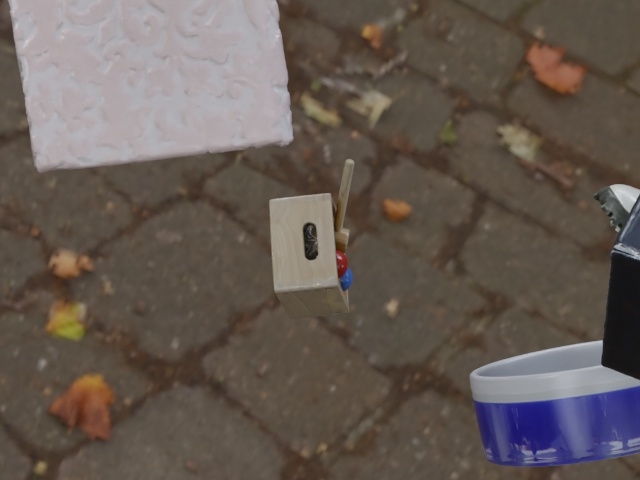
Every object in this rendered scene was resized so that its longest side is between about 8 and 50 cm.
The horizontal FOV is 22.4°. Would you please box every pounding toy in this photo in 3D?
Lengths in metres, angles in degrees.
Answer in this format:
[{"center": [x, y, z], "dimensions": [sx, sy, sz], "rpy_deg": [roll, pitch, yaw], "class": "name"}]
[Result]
[{"center": [0.000, 0.000, 1.818], "dimensions": [0.100, 0.130, 0.141], "rpy_deg": [-6, 71, 6], "class": "pounding toy"}]

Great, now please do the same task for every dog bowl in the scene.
[{"center": [0.312, 0.185, 1.885], "dimensions": [0.265, 0.265, 0.104], "rpy_deg": [-10, 91, -33], "class": "dog bowl"}]

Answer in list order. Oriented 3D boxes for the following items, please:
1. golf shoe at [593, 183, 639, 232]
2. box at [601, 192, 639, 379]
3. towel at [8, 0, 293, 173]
[{"center": [0.443, -0.022, 1.890], "dimensions": [0.273, 0.120, 0.105], "rpy_deg": [23, 23, -25], "class": "golf shoe"}, {"center": [0.483, -0.028, 1.547], "dimensions": [0.294, 0.212, 0.395], "rpy_deg": [21, 59, 20], "class": "box"}, {"center": [-0.204, -0.257, 1.899], "dimensions": [0.317, 0.331, 0.053], "rpy_deg": [-8, 7, -8], "class": "towel"}]
